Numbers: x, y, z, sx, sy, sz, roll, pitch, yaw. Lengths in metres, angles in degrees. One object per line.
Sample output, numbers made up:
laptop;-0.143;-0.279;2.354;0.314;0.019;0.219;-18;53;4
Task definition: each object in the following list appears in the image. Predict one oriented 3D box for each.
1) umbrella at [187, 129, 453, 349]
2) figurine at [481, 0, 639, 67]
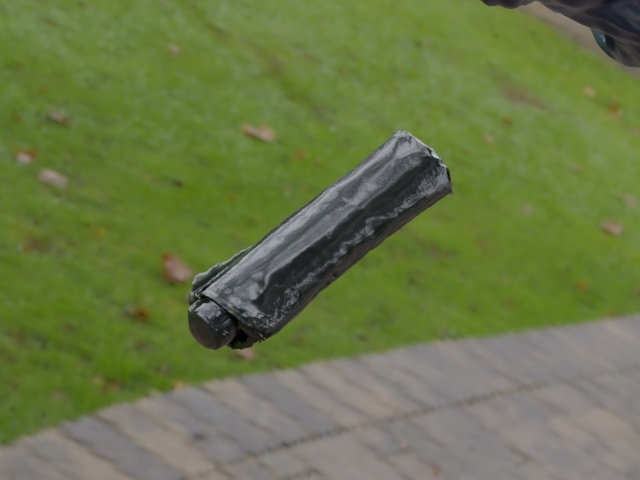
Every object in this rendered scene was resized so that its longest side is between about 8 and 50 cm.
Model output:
umbrella;0.001;0.001;0.725;0.133;0.031;0.036;-38;38;-26
figurine;0.031;-0.140;0.458;0.262;0.164;0.120;23;32;-12
